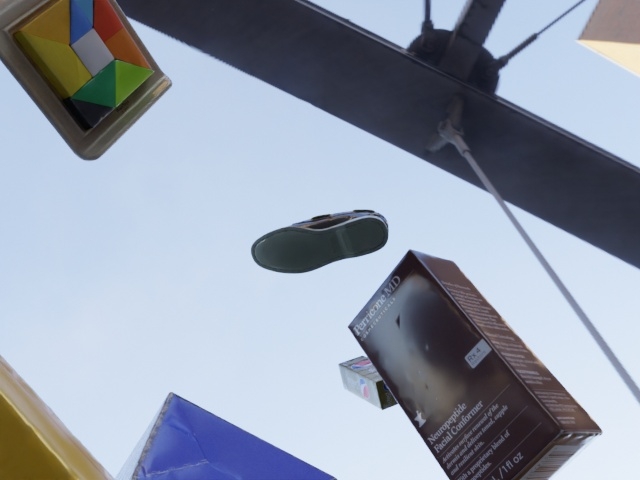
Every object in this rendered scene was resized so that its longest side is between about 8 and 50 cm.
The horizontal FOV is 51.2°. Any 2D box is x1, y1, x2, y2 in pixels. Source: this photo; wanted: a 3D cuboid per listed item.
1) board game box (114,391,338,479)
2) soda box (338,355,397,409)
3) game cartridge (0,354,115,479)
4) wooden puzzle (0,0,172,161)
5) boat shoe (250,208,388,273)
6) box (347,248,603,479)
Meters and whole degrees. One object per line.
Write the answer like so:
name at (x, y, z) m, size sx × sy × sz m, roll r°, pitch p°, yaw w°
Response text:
board game box at (-0.154, 0.366, 0.784) m, size 0.232 × 0.141 × 0.291 m, roll 30°, pitch -65°, yaw -8°
soda box at (0.102, 0.277, 1.320) m, size 0.061 × 0.181 × 0.058 m, roll -16°, pitch -83°, yaw -21°
game cartridge at (-0.255, 0.205, 0.331) m, size 0.285 × 0.053 × 0.324 m, roll 42°, pitch -98°, yaw 12°
wooden puzzle at (-0.338, -0.267, 0.957) m, size 0.044 × 0.221 × 0.239 m, roll -9°, pitch -53°, yaw 40°
boat shoe at (0.000, 0.000, 1.097) m, size 0.227 × 0.069 × 0.081 m, roll -9°, pitch -73°, yaw 10°
box at (0.224, 0.209, 1.053) m, size 0.143 × 0.381 × 0.191 m, roll 16°, pitch -62°, yaw -42°
